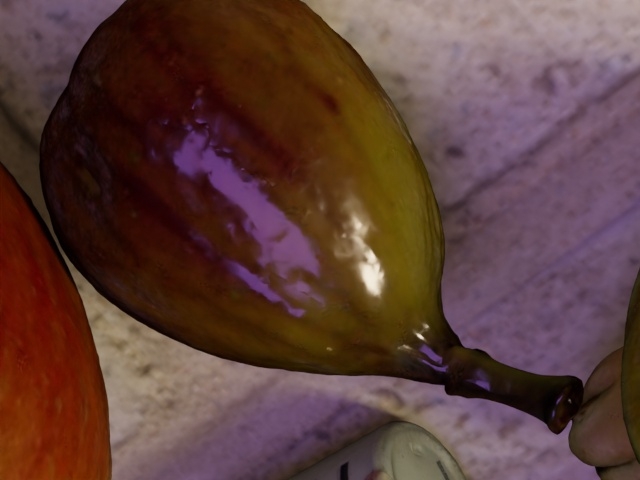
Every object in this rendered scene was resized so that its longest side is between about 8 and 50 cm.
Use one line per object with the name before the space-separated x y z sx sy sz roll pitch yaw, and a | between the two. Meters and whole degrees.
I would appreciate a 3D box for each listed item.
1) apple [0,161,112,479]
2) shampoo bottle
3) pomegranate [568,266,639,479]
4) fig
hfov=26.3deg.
apple | -0.201 0.041 0.644 0.179 0.254 0.346 -38 70 -1
shampoo bottle | -0.038 0.192 0.756 0.262 0.085 0.085 -34 99 27
pomegranate | 0.219 0.067 0.573 0.159 0.190 0.241 25 119 -22
fig | 0.001 -0.001 0.620 0.274 0.145 0.170 37 119 16
